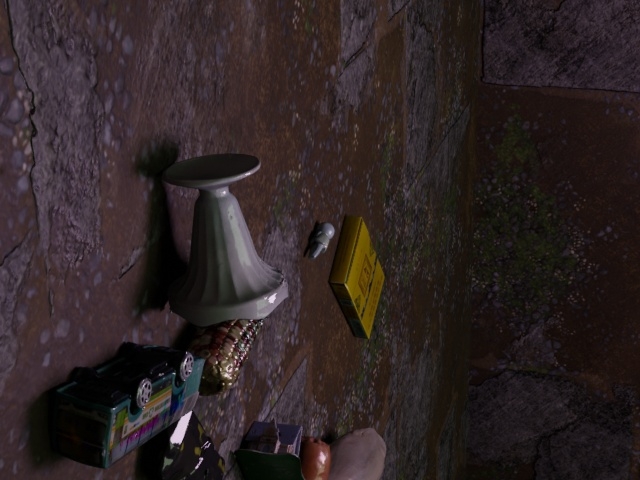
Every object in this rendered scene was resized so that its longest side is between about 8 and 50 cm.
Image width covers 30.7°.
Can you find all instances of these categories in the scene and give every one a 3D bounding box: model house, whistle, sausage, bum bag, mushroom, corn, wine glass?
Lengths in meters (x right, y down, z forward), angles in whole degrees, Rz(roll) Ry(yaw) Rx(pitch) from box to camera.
[{"bbox_3d":[-0.066,0.352,1.920,0.167,0.117,0.088,72,26,-47],"label":"model house"},{"bbox_3d":[0.000,0.000,2.134,0.100,0.035,0.035,-63,154,-46],"label":"whistle"},{"bbox_3d":[-0.051,0.558,2.072,0.094,0.094,0.419,118,-19,-75],"label":"sausage"},{"bbox_3d":[-0.181,0.313,1.615,0.107,0.060,0.232,-63,153,-28],"label":"bum bag"},{"bbox_3d":[0.039,0.478,2.281,0.350,0.128,0.128,-51,144,-54],"label":"mushroom"},{"bbox_3d":[-0.129,0.124,1.677,0.253,0.086,0.086,-65,155,-52],"label":"corn"},{"bbox_3d":[-0.127,-0.005,1.517,0.165,0.164,0.197,-46,135,-64],"label":"wine glass"}]

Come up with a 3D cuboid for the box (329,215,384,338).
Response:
[{"bbox_3d":[0.078,0.080,2.414,0.279,0.041,0.153,66,35,-60],"label":"box"}]

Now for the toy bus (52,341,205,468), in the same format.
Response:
[{"bbox_3d":[-0.223,0.187,1.390,0.261,0.091,0.109,-23,125,-69],"label":"toy bus"}]
